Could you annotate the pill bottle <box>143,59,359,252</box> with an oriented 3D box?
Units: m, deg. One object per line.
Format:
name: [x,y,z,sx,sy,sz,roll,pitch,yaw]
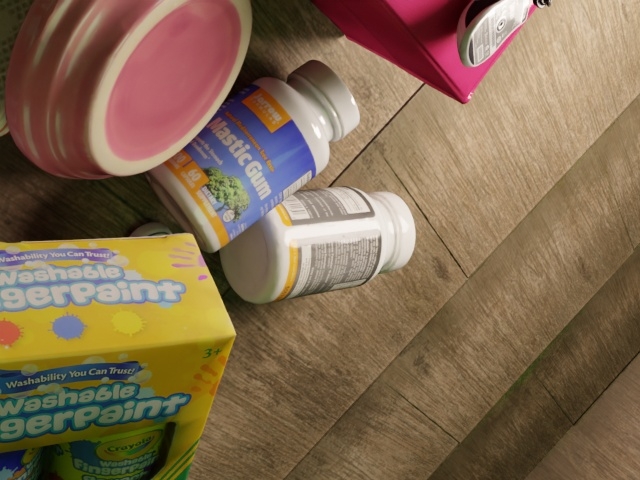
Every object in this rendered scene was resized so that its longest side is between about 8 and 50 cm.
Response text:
pill bottle: [-0.085,-0.120,1.114,0.272,0.152,0.152,-39,139,-13]

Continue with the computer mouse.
computer mouse: [0.209,-0.273,0.955,0.193,0.042,0.106,-42,147,-19]

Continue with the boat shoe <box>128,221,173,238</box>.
boat shoe: [-0.233,0.098,1.202,0.095,0.084,0.258,-17,130,-32]

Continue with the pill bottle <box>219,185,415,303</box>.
pill bottle: [0.000,0.000,1.275,0.278,0.162,0.162,-7,124,-38]

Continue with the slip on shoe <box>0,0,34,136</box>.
slip on shoe: [-0.279,-0.257,0.881,0.331,0.123,0.101,-61,163,12]

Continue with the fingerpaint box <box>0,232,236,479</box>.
fingerpaint box: [-0.349,0.186,0.837,0.445,0.163,0.371,-2,132,-29]

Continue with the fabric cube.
fabric cube: [0.114,-0.368,1.020,0.254,0.259,0.258,-53,141,3]

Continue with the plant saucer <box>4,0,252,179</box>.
plant saucer: [-0.186,-0.195,0.922,0.332,0.084,0.332,-47,164,-18]
